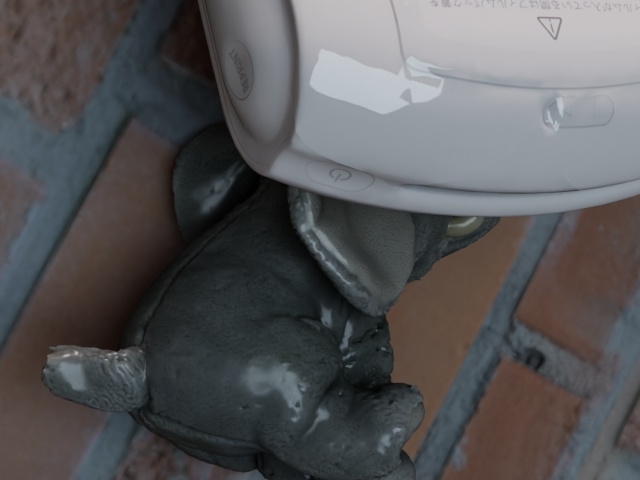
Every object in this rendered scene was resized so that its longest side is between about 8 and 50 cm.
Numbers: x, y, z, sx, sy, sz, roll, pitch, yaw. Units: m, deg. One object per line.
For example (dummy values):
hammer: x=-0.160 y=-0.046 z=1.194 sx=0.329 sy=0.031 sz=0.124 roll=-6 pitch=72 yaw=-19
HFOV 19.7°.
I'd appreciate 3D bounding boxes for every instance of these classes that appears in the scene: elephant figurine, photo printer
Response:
elephant figurine: x=0.000 y=0.000 z=0.931 sx=0.169 sy=0.186 sz=0.239 roll=14 pitch=77 yaw=17
photo printer: x=0.058 y=-0.154 z=0.870 sx=0.256 sy=0.107 sz=0.308 roll=-3 pitch=65 yaw=-26
